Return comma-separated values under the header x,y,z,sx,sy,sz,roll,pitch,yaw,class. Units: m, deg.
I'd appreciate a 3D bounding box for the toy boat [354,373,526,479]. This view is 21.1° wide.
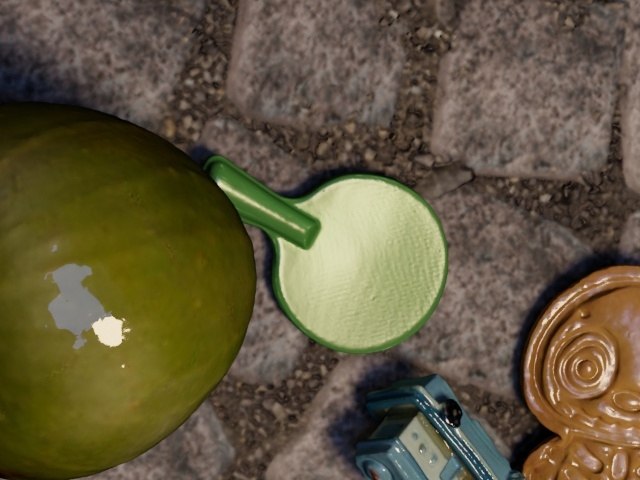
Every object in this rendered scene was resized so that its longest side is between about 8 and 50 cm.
x,y,z,sx,sy,sz,roll,pitch,yaw,class
0.118,0.234,1.528,0.238,0.109,0.098,55,52,-16,toy boat

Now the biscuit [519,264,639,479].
x,y,z,sx,sy,sz,roll,pitch,yaw,class
0.275,0.167,1.571,0.202,0.044,0.288,12,91,3,biscuit

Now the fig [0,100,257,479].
x,y,z,sx,sy,sz,roll,pitch,yaw,class
-0.188,0.037,1.339,0.316,0.316,0.316,-2,98,-16,fig

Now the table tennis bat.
x,y,z,sx,sy,sz,roll,pitch,yaw,class
0.000,0.000,1.505,0.257,0.039,0.160,30,90,-23,table tennis bat
